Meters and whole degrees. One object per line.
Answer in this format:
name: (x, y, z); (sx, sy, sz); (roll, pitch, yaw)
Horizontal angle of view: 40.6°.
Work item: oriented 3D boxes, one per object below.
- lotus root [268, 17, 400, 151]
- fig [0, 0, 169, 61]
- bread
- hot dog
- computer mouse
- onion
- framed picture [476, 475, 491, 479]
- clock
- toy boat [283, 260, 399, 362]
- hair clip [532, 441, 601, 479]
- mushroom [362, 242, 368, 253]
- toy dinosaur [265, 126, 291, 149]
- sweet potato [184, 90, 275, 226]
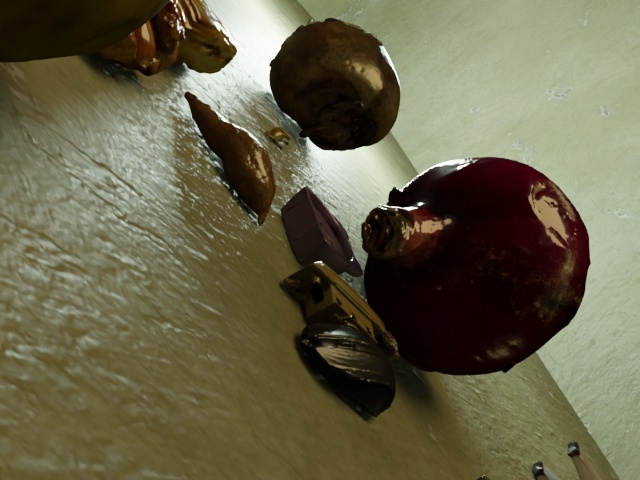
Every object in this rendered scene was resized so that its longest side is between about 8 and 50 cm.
lotus root: (0.031, -0.292, 1.748); (0.272, 0.272, 0.192); (45, 24, -35)
fig: (-0.240, -0.301, 0.599); (0.343, 0.343, 0.343); (50, 13, -16)
bread: (-0.222, -0.340, 1.244); (0.210, 0.099, 0.235); (57, 7, 3)
hot dog: (-0.253, -0.358, 1.000); (0.349, 0.117, 0.158); (67, 13, 3)
computer mouse: (0.040, 0.140, 0.991); (0.172, 0.057, 0.099); (39, 16, -44)
onion: (0.189, 0.027, 1.248); (0.385, 0.348, 0.348); (19, 35, -47)
framed picture: (0.325, 0.464, 1.262); (0.265, 0.018, 0.192); (42, 16, -42)
clock: (0.000, 0.000, 1.235); (0.110, 0.050, 0.153); (45, 16, -35)
toy boat: (0.032, 0.100, 1.076); (0.200, 0.057, 0.077); (46, 20, -35)
hair clip: (0.530, 0.544, 1.625); (0.331, 0.101, 0.085); (57, 9, 6)
mushroom: (0.192, 0.023, 1.564); (0.195, 0.189, 0.254); (49, 10, -32)
toy dinosaur: (-0.069, -0.185, 1.528); (0.041, 0.026, 0.113); (37, 21, 6)
sweet potato: (-0.111, -0.123, 1.133); (0.226, 0.068, 0.068); (57, 13, 19)
